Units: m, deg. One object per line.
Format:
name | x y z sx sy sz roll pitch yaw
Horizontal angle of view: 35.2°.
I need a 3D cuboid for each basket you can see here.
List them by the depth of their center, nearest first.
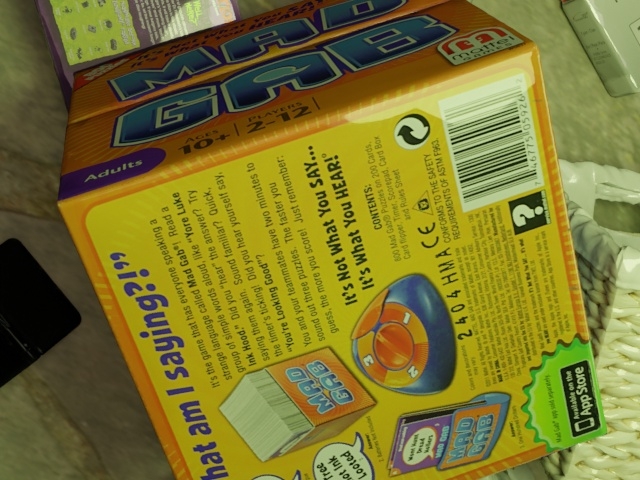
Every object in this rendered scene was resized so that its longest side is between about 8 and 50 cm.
basket | 0.366 0.089 1.072 0.328 0.331 0.267 7 111 -11

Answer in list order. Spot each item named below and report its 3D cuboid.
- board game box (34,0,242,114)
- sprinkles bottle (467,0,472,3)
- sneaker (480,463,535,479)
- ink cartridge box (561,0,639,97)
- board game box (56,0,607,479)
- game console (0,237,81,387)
board game box | -0.167 -0.149 1.094 0.208 0.056 0.347 -16 103 -7
sprinkles bottle | 0.124 -0.303 1.145 0.121 0.121 0.355 28 84 -10
sneaker | 0.162 0.268 1.128 0.108 0.169 0.293 -25 112 19
ink cartridge box | 0.422 -0.362 1.236 0.296 0.066 0.261 -34 98 -10
board game box | 0.000 0.000 0.924 0.356 0.356 0.357 -19 116 -3
game console | -0.346 0.080 1.102 0.107 0.071 0.122 -36 97 20
